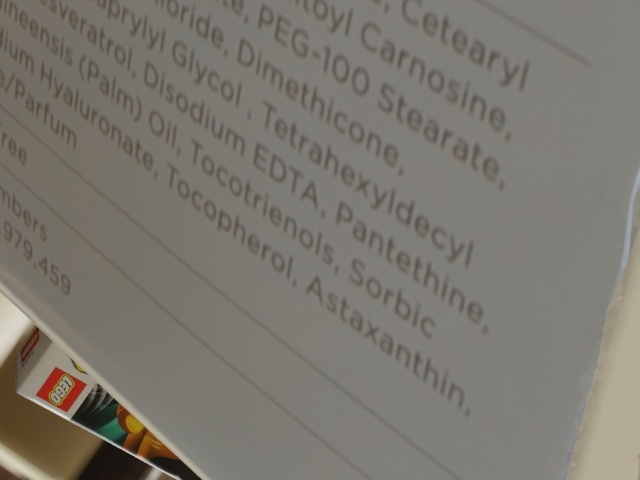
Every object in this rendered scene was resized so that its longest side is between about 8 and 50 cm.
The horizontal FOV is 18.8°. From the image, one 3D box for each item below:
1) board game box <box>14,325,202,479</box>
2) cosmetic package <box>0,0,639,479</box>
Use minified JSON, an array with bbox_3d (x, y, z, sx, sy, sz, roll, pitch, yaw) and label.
[{"bbox_3d":[0.000,0.000,1.032,0.193,0.053,0.305,31,104,-20],"label":"board game box"},{"bbox_3d":[0.093,-0.139,0.593,0.329,0.327,0.393,-18,132,-37],"label":"cosmetic package"}]
